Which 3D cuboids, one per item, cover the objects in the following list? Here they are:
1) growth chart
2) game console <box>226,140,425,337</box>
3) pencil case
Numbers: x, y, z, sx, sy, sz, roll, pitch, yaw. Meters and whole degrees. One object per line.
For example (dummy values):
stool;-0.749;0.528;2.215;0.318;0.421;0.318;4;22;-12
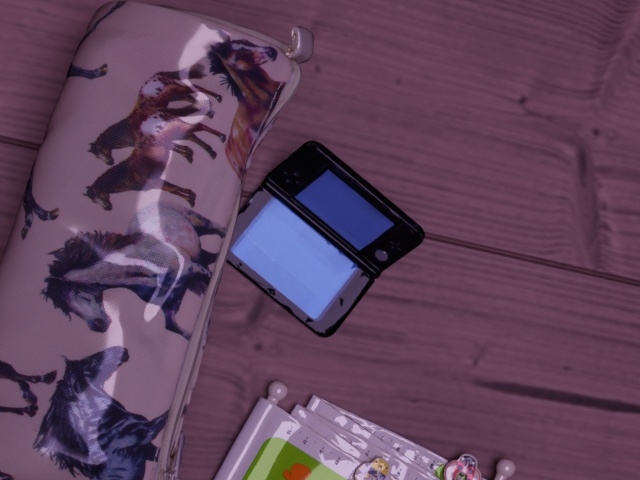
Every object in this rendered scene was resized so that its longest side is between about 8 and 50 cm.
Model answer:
growth chart;0.023;0.217;1.444;0.237;0.021;0.172;22;83;-13
game console;0.000;0.000;1.421;0.122;0.107;0.071;39;50;-12
pencil case;-0.137;0.016;1.331;0.183;0.160;0.410;17;83;2
